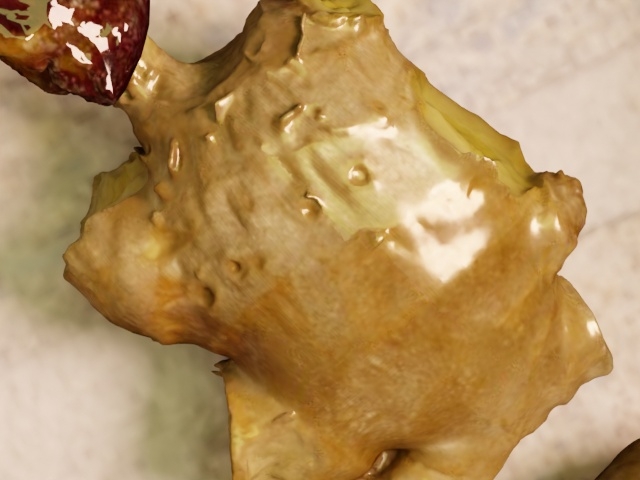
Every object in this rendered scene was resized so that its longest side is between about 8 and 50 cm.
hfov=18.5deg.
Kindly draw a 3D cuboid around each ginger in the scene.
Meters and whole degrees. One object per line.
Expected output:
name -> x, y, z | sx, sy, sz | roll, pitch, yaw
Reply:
ginger -> 0.000, 0.000, 0.665 | 0.157, 0.102, 0.216 | -42, 100, 15

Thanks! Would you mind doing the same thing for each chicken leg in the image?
chicken leg -> -0.013, -0.222, 0.669 | 0.158, 0.096, 0.407 | 27, 73, 22

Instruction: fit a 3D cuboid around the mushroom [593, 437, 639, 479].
mushroom -> 0.176, 0.223, 0.693 | 0.107, 0.087, 0.333 | -25, 95, -8
